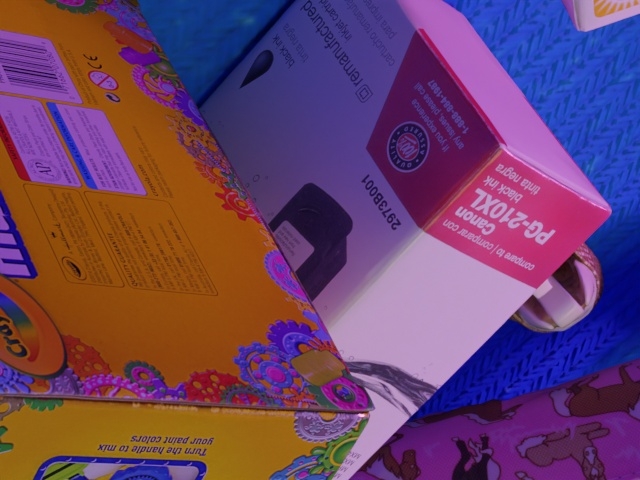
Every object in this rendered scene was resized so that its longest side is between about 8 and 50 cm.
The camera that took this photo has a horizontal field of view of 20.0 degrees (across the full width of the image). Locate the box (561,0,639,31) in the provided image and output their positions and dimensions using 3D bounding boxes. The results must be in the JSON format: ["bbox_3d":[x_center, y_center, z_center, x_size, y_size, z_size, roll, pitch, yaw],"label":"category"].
[{"bbox_3d":[0.192,-0.199,0.863,0.203,0.114,0.103,-20,138,-4],"label":"box"}]

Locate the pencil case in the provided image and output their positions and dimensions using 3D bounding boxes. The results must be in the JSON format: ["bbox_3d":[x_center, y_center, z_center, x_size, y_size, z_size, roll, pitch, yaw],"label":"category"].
[{"bbox_3d":[0.181,0.147,1.112,0.386,0.160,0.167,-16,141,9],"label":"pencil case"}]

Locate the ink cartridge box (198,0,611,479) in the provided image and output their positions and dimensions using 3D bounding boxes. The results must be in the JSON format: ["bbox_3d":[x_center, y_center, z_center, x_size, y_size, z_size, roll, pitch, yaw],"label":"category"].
[{"bbox_3d":[0.000,0.000,0.913,0.237,0.172,0.100,-47,137,18],"label":"ink cartridge box"}]

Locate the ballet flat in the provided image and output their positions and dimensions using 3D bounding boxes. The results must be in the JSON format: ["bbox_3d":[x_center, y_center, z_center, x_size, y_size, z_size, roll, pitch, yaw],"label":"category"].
[{"bbox_3d":[0.122,0.018,1.085,0.073,0.067,0.206,-41,138,12],"label":"ballet flat"}]

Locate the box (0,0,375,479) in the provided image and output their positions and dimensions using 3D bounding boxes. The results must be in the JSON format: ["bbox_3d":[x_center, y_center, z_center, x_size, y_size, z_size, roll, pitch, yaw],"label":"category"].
[{"bbox_3d":[-0.162,0.069,0.795,0.177,0.290,0.279,6,126,-35],"label":"box"}]
